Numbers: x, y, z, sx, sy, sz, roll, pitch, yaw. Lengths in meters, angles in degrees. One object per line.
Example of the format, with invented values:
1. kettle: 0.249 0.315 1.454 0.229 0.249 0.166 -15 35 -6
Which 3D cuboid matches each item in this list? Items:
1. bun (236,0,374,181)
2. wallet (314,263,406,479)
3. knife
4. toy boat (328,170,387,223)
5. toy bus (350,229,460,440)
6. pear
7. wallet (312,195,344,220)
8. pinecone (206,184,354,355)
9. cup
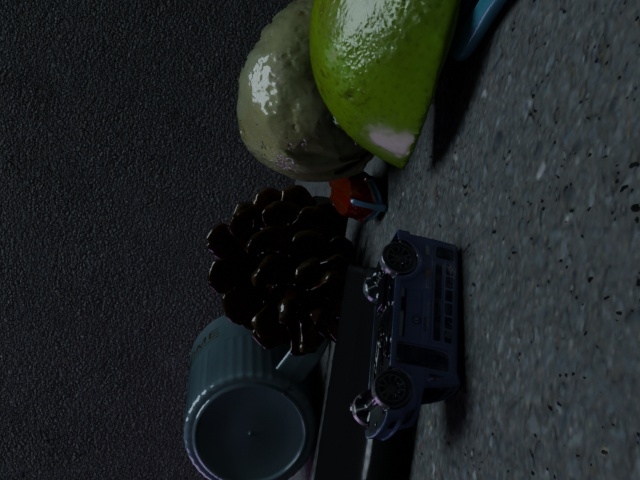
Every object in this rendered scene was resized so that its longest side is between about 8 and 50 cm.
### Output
1. bun: 0.022 -0.185 0.858 0.259 0.152 0.259 -35 -34 -28
2. wallet: 0.037 0.230 0.728 0.228 0.062 0.405 174 104 -83
3. knife: 0.140 -0.205 0.523 0.222 0.032 0.064 122 156 -75
4. toy boat: 0.056 -0.068 0.973 0.173 0.059 0.069 -126 43 -71
5. toy bus: 0.074 0.080 0.553 0.073 0.076 0.167 113 166 -61
6. pear: 0.073 -0.248 0.648 0.239 0.139 0.287 127 157 -67
7. wallet: -0.026 0.031 1.291 0.250 0.044 0.149 -69 21 -1
8. pinecone: -0.053 0.054 1.043 0.309 0.244 0.243 -117 34 -60
9. cup: -0.110 0.297 1.344 0.311 0.331 0.256 -113 -2 -74
